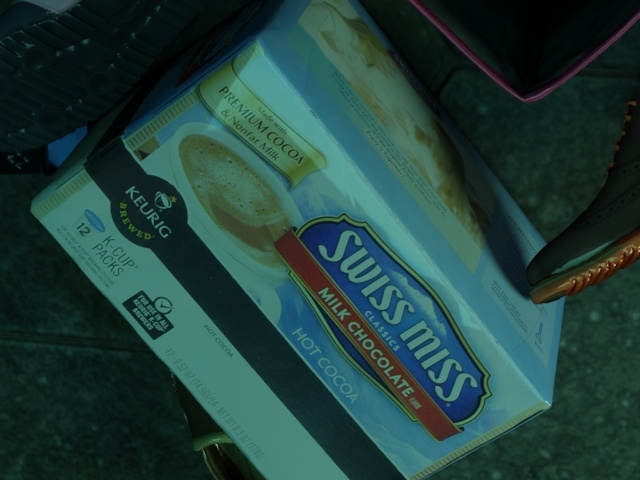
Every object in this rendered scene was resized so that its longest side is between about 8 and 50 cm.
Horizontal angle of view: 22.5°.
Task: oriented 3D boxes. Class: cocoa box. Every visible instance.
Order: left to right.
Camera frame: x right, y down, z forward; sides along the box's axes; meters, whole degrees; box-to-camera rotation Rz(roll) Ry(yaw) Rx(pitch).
[{"bbox_3d":[0.000,0.000,1.235,0.228,0.231,0.347,-33,104,24],"label":"cocoa box"}]

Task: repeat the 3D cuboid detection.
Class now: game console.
[{"bbox_3d":[-0.241,-0.101,1.329,0.107,0.071,0.122,-2,116,-11],"label":"game console"}]

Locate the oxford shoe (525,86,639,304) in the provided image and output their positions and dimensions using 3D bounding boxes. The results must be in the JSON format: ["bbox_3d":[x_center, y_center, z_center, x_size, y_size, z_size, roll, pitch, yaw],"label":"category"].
[{"bbox_3d":[0.247,-0.056,1.201,0.271,0.097,0.098,-38,82,-8],"label":"oxford shoe"}]

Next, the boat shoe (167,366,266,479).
[{"bbox_3d":[-0.077,0.146,1.398,0.095,0.095,0.257,-20,109,20],"label":"boat shoe"}]

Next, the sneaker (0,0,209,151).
[{"bbox_3d":[-0.169,-0.197,1.244,0.319,0.131,0.112,-37,128,21],"label":"sneaker"}]

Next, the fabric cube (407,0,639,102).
[{"bbox_3d":[0.144,-0.291,1.053,0.259,0.258,0.254,42,115,-8],"label":"fabric cube"}]
